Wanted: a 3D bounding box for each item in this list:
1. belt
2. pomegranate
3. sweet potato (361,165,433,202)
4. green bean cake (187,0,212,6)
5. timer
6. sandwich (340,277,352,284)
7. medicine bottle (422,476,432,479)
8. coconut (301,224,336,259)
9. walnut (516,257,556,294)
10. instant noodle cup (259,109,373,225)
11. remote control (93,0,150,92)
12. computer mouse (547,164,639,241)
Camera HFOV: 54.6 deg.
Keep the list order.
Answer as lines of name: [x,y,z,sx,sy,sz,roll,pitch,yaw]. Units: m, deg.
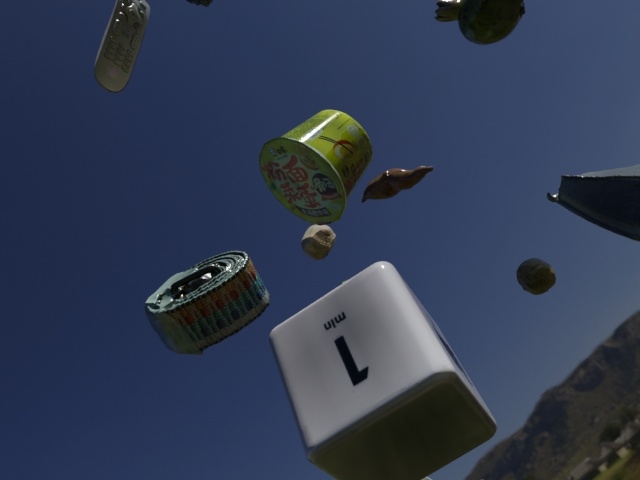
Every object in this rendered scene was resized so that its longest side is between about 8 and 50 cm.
belt: [-0.247,0.130,1.328,0.257,0.207,0.150,-26,-70,-1]
pomegranate: [0.444,-0.645,1.728,0.202,0.248,0.202,12,-90,-68]
sweet potato: [0.184,-0.144,1.472,0.068,0.068,0.226,-6,-11,-44]
green bean cake: [-0.258,-0.525,1.143,0.094,0.181,0.173,-43,-55,3]
timer: [0.076,0.180,0.787,0.194,0.195,0.192,-34,-48,6]
sandwich: [0.152,0.205,1.367,0.063,0.212,0.245,-28,-74,-17]
medicine bottle: [0.232,0.653,1.537,0.130,0.080,0.080,-50,-31,20]
coconut: [0.000,0.000,2.016,0.110,0.110,0.124,96,-161,-50]
walnut: [0.505,0.084,1.455,0.092,0.092,0.092,-28,-32,-20]
instant noodle cup: [0.004,-0.229,1.841,0.221,0.311,0.311,-48,-22,-33]
remote control: [-0.383,-0.381,1.183,0.044,0.229,0.073,-10,-28,37]
computer mouse: [0.294,-0.028,0.506,0.126,0.231,0.071,-13,-79,-24]
